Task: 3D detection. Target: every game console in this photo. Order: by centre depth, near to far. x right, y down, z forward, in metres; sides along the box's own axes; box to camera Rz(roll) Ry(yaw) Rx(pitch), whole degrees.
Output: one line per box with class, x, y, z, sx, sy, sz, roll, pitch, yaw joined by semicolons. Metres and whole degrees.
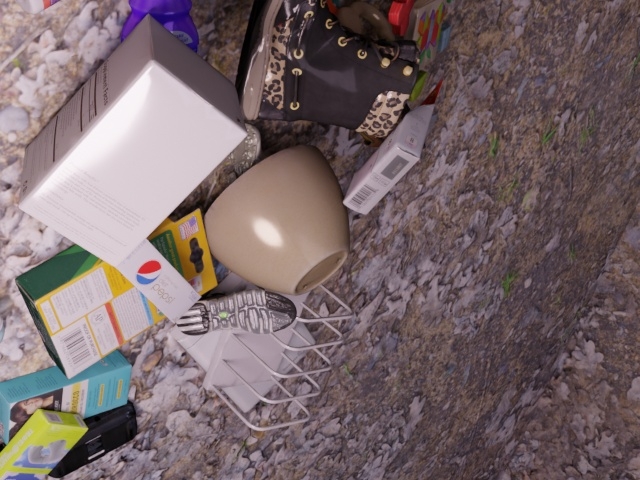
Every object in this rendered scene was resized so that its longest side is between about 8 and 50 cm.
game console;-0.514;0.431;1.789;0.361;0.044;0.213;-24;137;-32

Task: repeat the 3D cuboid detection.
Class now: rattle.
rattle;0.037;-0.383;1.711;0.200;0.143;0.130;18;74;-37

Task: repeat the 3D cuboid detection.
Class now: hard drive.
hard drive;-0.155;0.209;1.988;0.233;0.047;0.353;-44;144;-12

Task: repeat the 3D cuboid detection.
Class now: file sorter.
file sorter;-0.078;0.222;1.897;0.193;0.173;0.277;-1;120;-48

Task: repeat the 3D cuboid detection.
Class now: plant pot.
plant pot;-0.055;-0.011;1.712;0.284;0.191;0.284;-35;163;-12

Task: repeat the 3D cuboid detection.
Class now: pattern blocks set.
pattern blocks set;0.198;-0.400;1.769;0.325;0.026;0.285;-54;155;-42

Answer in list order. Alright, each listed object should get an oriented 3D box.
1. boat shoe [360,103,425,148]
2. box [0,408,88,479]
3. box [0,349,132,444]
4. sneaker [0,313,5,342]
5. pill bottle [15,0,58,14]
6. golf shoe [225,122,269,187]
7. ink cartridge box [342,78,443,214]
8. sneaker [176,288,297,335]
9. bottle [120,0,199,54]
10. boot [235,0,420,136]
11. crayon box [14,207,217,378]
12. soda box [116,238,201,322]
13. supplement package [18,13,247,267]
boat shoe;0.123;-0.244;1.875;0.104;0.110;0.307;-28;156;16
box;-0.513;0.380;1.648;0.178;0.042;0.109;-48;150;7
box;-0.469;0.282;1.693;0.244;0.060;0.100;-15;130;-40
sneaker;-0.593;0.245;1.477;0.319;0.127;0.208;-39;141;-2
pill bottle;-0.332;-0.394;1.230;0.193;0.108;0.108;-38;142;-19
golf shoe;-0.125;-0.151;1.707;0.086;0.069;0.176;-30;149;-36
ink cartridge box;0.133;-0.181;1.685;0.189;0.066;0.232;-48;-160;47
sneaker;-0.156;0.127;1.776;0.132;0.229;0.086;-67;154;-82
bottle;-0.245;-0.298;1.418;0.118;0.092;0.282;-16;131;-32
boot;0.029;-0.345;1.538;0.284;0.138;0.377;11;120;-16
crayon box;-0.349;0.074;1.630;0.323;0.083;0.203;-32;139;-24
soda box;-0.288;0.050;1.543;0.069;0.074;0.216;-45;143;-10
supplement package;-0.274;-0.143;1.346;0.293;0.175;0.177;-42;123;16
